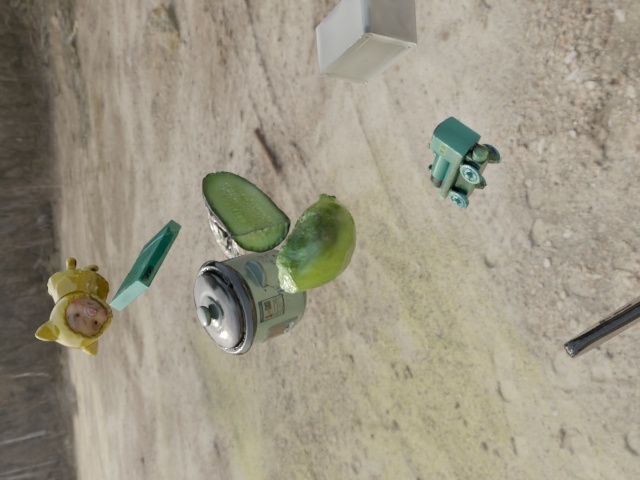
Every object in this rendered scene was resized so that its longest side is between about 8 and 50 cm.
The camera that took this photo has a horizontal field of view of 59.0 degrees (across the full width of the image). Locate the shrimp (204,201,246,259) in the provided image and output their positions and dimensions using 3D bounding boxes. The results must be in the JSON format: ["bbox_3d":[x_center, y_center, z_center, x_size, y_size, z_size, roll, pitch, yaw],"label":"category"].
[{"bbox_3d":[-0.306,-0.043,1.838,0.164,0.062,0.317,15,131,46],"label":"shrimp"}]

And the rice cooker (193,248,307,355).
[{"bbox_3d":[-0.200,0.160,1.543,0.264,0.316,0.317,56,144,18],"label":"rice cooker"}]

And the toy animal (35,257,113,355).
[{"bbox_3d":[-0.571,0.148,1.329,0.156,0.155,0.230,116,152,-45],"label":"toy animal"}]

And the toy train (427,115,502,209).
[{"bbox_3d":[0.406,-0.220,1.679,0.194,0.120,0.298,40,163,15],"label":"toy train"}]

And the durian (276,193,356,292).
[{"bbox_3d":[0.000,0.000,1.108,0.139,0.250,0.101,22,146,13],"label":"durian"}]

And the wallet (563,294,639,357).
[{"bbox_3d":[0.603,0.160,1.138,0.250,0.149,0.044,-37,67,15],"label":"wallet"}]

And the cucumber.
[{"bbox_3d":[-0.161,-0.063,1.124,0.244,0.115,0.063,49,153,42],"label":"cucumber"}]

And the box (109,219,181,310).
[{"bbox_3d":[-0.460,0.064,1.497,0.160,0.042,0.227,-33,28,37],"label":"box"}]

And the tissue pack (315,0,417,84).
[{"bbox_3d":[0.112,-0.511,1.420,0.246,0.159,0.136,-21,70,60],"label":"tissue pack"}]
